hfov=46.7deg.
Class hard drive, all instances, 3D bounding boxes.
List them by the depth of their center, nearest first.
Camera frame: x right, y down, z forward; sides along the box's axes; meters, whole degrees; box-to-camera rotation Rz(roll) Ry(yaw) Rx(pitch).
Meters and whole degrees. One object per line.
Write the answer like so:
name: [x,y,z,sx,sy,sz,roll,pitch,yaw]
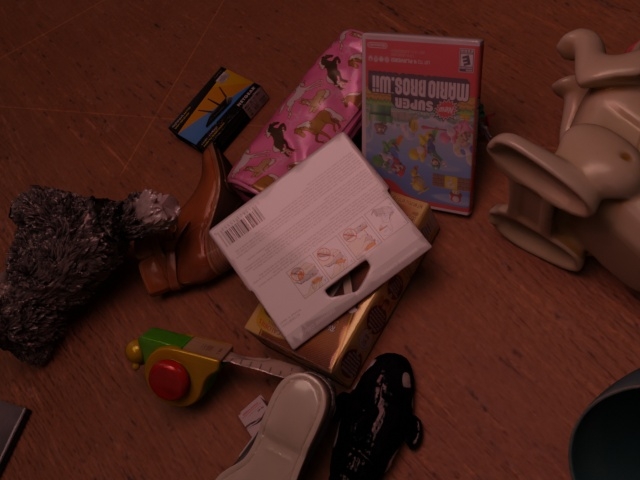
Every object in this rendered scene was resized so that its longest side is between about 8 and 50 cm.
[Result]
hard drive: [-0.600,0.365,1.366,0.094,0.022,0.135,8,66,27]

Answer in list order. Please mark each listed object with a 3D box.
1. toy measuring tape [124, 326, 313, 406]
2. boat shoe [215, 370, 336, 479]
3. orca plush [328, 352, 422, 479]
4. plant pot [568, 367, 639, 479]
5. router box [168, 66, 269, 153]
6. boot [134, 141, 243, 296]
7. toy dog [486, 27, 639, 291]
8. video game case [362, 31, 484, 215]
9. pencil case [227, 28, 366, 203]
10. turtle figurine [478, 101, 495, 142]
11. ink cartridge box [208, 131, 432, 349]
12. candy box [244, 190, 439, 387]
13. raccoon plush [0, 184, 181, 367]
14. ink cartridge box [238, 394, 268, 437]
toy measuring tape: [-0.172,0.229,1.218,0.330,0.121,0.121,12,67,13]
boat shoe: [-0.069,0.337,1.101,0.116,0.099,0.319,30,96,19]
orca plush: [0.044,0.283,1.078,0.151,0.102,0.287,34,79,35]
plant pot: [0.462,0.240,0.843,0.290,0.290,0.195,25,39,33]
router box: [-0.213,-0.266,1.546,0.133,0.046,0.179,31,78,35]
boot: [-0.249,-0.039,1.409,0.220,0.109,0.283,-25,62,14]
toy dog: [0.479,-0.157,1.037,0.395,0.284,0.408,32,76,34]
video game case: [0.161,-0.193,1.224,0.204,0.285,0.025,13,28,29]
pencil case: [-0.002,-0.207,1.352,0.167,0.160,0.386,35,77,1]
turtle figurine: [0.198,-0.218,1.272,0.175,0.234,0.118,-35,7,35]
ink cartridge box: [0.000,0.000,1.183,0.275,0.060,0.238,-37,78,1]
candy box: [0.039,0.059,1.220,0.183,0.087,0.316,22,72,33]
raccoon plush: [-0.457,0.065,1.300,0.447,0.216,0.299,-15,55,52]
ink cartridge box: [-0.097,0.287,1.184,0.048,0.028,0.083,-41,53,-3]
